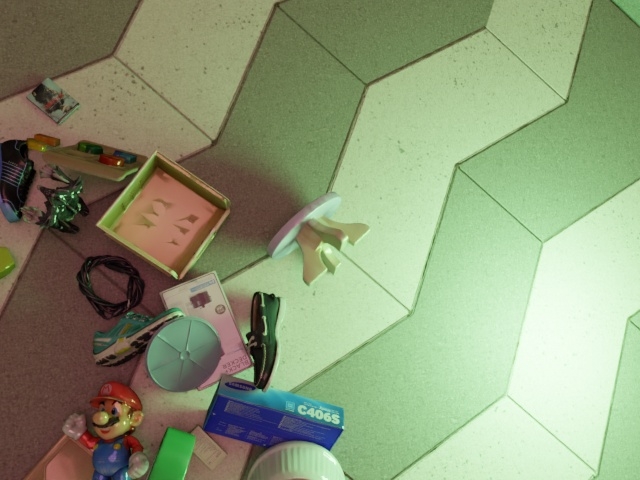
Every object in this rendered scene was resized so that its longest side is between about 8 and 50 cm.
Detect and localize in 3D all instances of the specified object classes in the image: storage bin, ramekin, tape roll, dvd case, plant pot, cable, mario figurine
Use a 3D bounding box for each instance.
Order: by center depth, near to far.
[{"bbox_3d":[-0.395,0.617,1.339,0.077,0.321,0.321,22,75,-9],"label":"tape roll"},{"bbox_3d":[-0.534,0.510,1.380,0.198,0.170,0.320,7,67,-25],"label":"mario figurine"},{"bbox_3d":[-0.064,0.676,1.461,0.273,0.127,0.272,-1,101,-3],"label":"ramekin"},{"bbox_3d":[-0.852,0.059,1.464,0.083,0.081,0.081,-27,87,-28],"label":"plant pot"},{"bbox_3d":[-0.576,0.114,1.535,0.150,0.047,0.184,-34,88,-17],"label":"cable"},{"bbox_3d":[-0.427,-0.061,1.565,0.260,0.123,0.262,34,73,-5],"label":"storage bin"},{"bbox_3d":[-0.766,-0.400,1.605,0.119,0.013,0.087,41,73,-4],"label":"dvd case"}]

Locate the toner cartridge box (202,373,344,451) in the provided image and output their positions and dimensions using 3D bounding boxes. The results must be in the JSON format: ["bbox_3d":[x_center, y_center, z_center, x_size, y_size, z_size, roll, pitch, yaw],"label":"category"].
[{"bbox_3d":[-0.126,0.483,1.511,0.348,0.165,0.075,19,32,-10],"label":"toner cartridge box"}]

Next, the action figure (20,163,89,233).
[{"bbox_3d":[-0.679,-0.098,1.430,0.141,0.276,0.164,28,74,-8],"label":"action figure"}]

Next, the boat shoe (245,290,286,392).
[{"bbox_3d":[-0.162,0.269,1.526,0.091,0.114,0.302,21,37,-17],"label":"boat shoe"}]

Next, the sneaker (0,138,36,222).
[{"bbox_3d":[-0.818,-0.166,1.511,0.090,0.081,0.232,-11,81,-8],"label":"sneaker"}]

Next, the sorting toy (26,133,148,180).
[{"bbox_3d":[-0.640,-0.238,1.503,0.307,0.229,0.041,15,109,-4],"label":"sorting toy"}]

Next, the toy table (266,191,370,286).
[{"bbox_3d":[0.000,0.000,1.614,0.274,0.252,0.161,-44,75,-9],"label":"toy table"}]

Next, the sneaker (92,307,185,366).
[{"bbox_3d":[-0.486,0.234,1.469,0.275,0.107,0.110,-25,64,9],"label":"sneaker"}]

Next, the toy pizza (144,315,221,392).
[{"bbox_3d":[-0.354,0.292,1.445,0.201,0.032,0.201,-5,100,-30],"label":"toy pizza"}]

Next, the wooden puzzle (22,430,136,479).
[{"bbox_3d":[-0.629,0.629,1.430,0.221,0.044,0.238,41,69,-3],"label":"wooden puzzle"}]

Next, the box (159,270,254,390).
[{"bbox_3d":[-0.314,0.249,1.552,0.169,0.087,0.290,-21,85,-16],"label":"box"}]

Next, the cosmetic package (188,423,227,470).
[{"bbox_3d":[-0.313,0.561,1.516,0.060,0.041,0.115,-43,92,-18],"label":"cosmetic package"}]
